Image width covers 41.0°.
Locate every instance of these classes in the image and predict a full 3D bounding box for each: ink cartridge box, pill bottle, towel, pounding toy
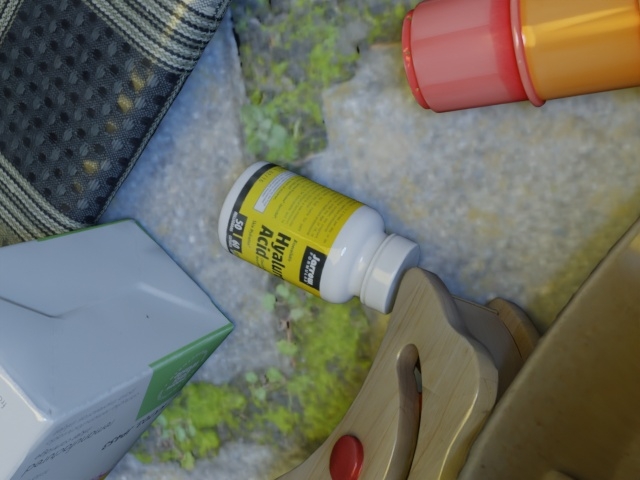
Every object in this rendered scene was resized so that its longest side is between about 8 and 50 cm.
[{"bbox_3d":[-0.239,0.160,0.582,0.119,0.207,0.353,45,112,10],"label":"ink cartridge box"},{"bbox_3d":[0.000,0.000,0.531,0.116,0.065,0.065,25,106,19],"label":"pill bottle"},{"bbox_3d":[-0.226,-0.168,0.612,0.324,0.056,0.312,44,113,16],"label":"towel"},{"bbox_3d":[0.070,0.164,0.507,0.154,0.154,0.270,28,97,63],"label":"pounding toy"}]

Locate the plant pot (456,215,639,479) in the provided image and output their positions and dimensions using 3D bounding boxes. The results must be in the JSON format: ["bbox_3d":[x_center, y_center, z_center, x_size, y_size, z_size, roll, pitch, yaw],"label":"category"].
[{"bbox_3d":[0.250,0.105,0.260,0.305,0.334,0.334,40,111,1],"label":"plant pot"}]

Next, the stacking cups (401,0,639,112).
[{"bbox_3d":[0.193,-0.115,0.410,0.316,0.096,0.096,-7,94,24],"label":"stacking cups"}]
